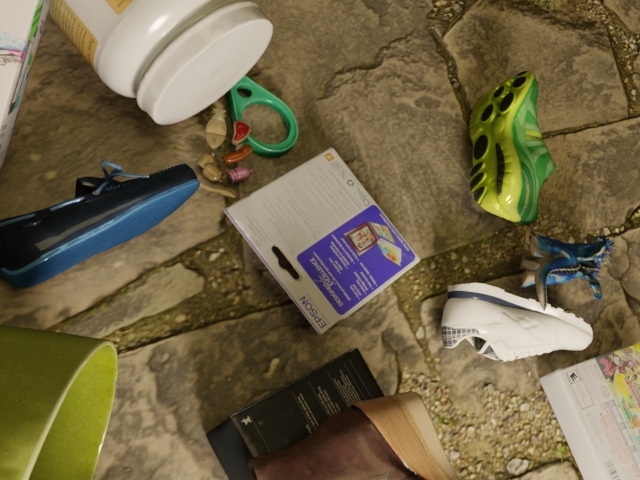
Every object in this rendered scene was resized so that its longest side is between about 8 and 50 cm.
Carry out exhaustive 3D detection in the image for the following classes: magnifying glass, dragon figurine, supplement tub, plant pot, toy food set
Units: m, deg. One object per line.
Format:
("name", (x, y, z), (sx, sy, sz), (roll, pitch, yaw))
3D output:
("magnifying glass", (-0.115, -0.217, 1.163), (0.092, 0.026, 0.231), (-31, 81, -34))
("dragon figurine", (0.363, 0.034, 1.165), (0.144, 0.289, 0.085), (8, 100, 10))
("supplement tub", (-0.232, -0.327, 1.036), (0.228, 0.228, 0.316), (-37, 85, -35))
("plant pot", (-0.367, 0.179, 0.716), (0.293, 0.275, 0.275), (16, 58, -1))
("toy food set", (-0.125, -0.114, 1.101), (0.078, 0.019, 0.122), (18, 66, -9))

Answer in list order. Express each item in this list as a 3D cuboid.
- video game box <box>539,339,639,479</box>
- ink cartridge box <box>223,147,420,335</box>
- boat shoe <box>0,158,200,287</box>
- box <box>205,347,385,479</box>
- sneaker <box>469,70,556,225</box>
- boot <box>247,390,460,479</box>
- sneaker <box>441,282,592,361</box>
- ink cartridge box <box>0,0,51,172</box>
("video game box", (0.431, 0.264, 1.174), (0.187, 0.048, 0.205), (-11, 71, -28))
("ink cartridge box", (0.000, 0.000, 1.095), (0.208, 0.045, 0.206), (-33, 83, -36))
("boat shoe", (-0.261, -0.043, 0.954), (0.258, 0.109, 0.089), (-28, 76, -36))
("box", (0.018, 0.283, 0.927), (0.184, 0.103, 0.261), (-23, 77, -35))
("sneaker", (0.305, -0.146, 1.301), (0.123, 0.109, 0.295), (38, 51, -31))
("boot", (0.058, 0.297, 0.847), (0.207, 0.090, 0.248), (-22, 78, -20))
("sneaker", (0.275, 0.130, 1.153), (0.235, 0.090, 0.095), (15, 73, -15))
("ink cartridge box", (-0.400, -0.204, 0.836), (0.197, 0.198, 0.270), (17, 98, -18))
